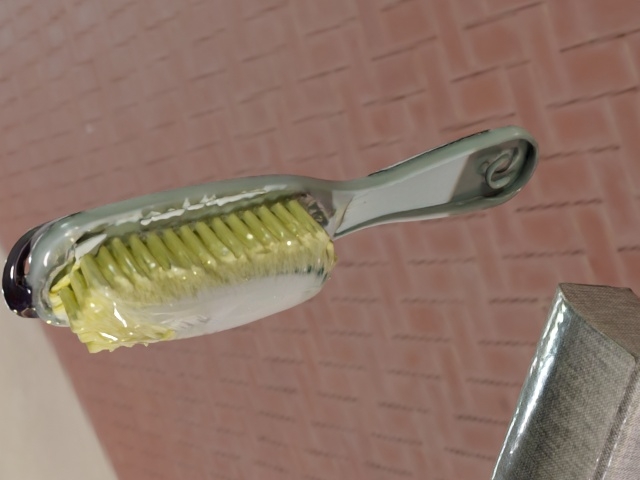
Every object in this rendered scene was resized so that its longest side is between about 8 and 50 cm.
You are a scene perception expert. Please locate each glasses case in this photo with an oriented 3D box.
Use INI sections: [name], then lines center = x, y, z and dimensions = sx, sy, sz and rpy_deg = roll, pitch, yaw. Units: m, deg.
[glasses case]
center = 0.101, 0.124, 0.602
dimensions = 0.071, 0.047, 0.205
rpy_deg = -124, 46, -58

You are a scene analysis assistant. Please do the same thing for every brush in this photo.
[brush]
center = 0.000, 0.000, 0.657
dimensions = 0.060, 0.297, 0.068
rpy_deg = 49, 142, 37
